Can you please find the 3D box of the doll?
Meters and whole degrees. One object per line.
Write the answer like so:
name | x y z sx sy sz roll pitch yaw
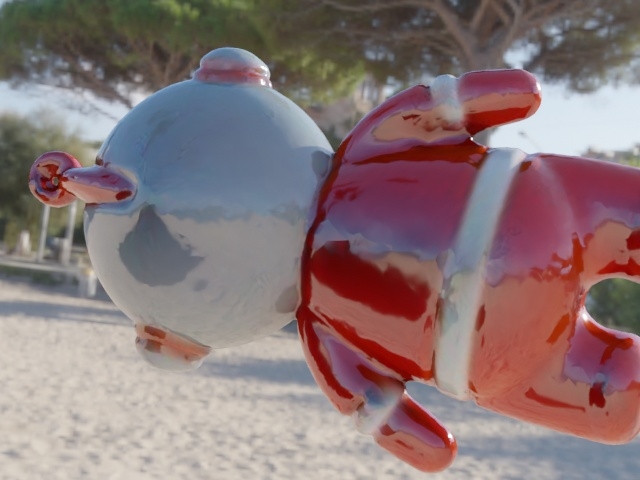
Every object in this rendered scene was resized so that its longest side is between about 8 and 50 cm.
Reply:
doll | 0.000 0.000 0.367 0.245 0.142 0.076 11 -3 21
